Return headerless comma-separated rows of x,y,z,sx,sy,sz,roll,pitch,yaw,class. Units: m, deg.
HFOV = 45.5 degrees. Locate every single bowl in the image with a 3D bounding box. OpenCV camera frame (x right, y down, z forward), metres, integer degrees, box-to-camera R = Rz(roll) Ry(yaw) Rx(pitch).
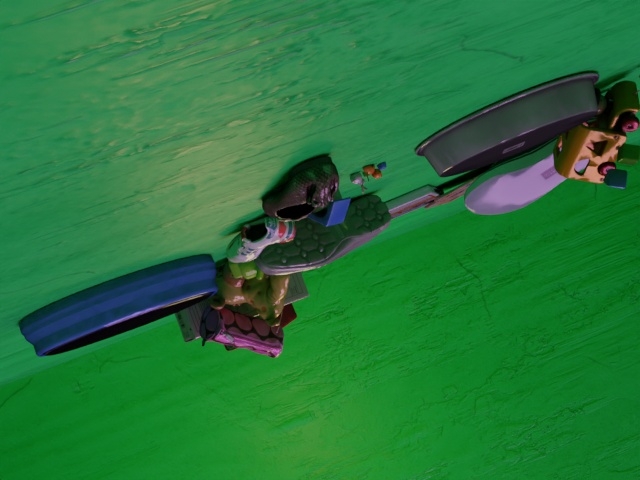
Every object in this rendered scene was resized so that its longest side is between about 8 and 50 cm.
-0.387,0.133,1.508,0.391,0.077,0.391,-21,175,-2,bowl

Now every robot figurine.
-0.134,0.040,1.601,0.115,0.067,0.101,-21,-160,-1,robot figurine

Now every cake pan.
0.291,-0.169,1.170,0.293,0.054,0.293,-21,176,-2,cake pan

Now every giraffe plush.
-0.158,0.094,1.722,0.171,0.210,0.181,12,-172,-2,giraffe plush

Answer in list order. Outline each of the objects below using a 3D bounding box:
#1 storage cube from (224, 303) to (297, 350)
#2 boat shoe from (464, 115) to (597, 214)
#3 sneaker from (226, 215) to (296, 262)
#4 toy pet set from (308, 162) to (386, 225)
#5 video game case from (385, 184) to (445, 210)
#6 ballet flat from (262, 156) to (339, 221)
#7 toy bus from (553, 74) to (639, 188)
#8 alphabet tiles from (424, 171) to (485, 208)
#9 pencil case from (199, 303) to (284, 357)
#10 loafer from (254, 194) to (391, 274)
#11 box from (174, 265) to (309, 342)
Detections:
-0.209,0.202,2.321,0.184,0.214,0.193,-23,-179,17,storage cube
0.411,-0.160,1.480,0.306,0.104,0.113,-36,127,29,boat shoe
-0.119,-0.007,1.290,0.161,0.057,0.075,-23,159,37,sneaker
0.039,-0.064,1.182,0.122,0.065,0.114,-25,174,39,toy pet set
0.203,-0.086,1.929,0.204,0.025,0.285,-23,175,15,video game case
-0.024,-0.055,1.044,0.084,0.058,0.250,-19,175,-18,ballet flat
0.458,-0.193,1.275,0.105,0.202,0.191,9,-176,2,toy bus
0.442,-0.167,1.968,0.343,0.011,0.285,-29,174,31,alphabet tiles
-0.176,0.215,1.760,0.209,0.095,0.098,19,179,-38,pencil case
0.000,0.000,1.475,0.320,0.112,0.111,-19,166,-35,loafer
-0.202,0.129,1.877,0.311,0.147,0.121,-18,175,-24,box
